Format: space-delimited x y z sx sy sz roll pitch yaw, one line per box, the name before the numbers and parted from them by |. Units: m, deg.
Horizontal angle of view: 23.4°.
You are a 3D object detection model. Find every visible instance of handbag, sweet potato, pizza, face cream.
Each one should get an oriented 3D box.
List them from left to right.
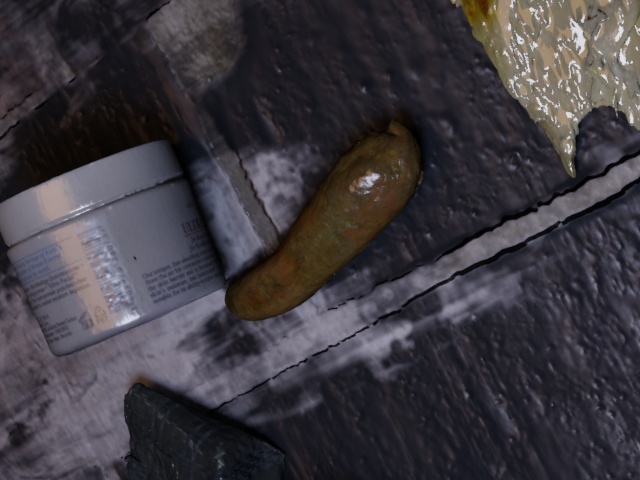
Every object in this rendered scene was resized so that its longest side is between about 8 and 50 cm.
face cream | -0.191 0.008 1.413 0.177 0.177 0.153 -21 93 34
handbag | -0.123 0.280 1.507 0.175 0.089 0.270 11 108 37
sweet potato | 0.000 0.000 1.363 0.075 0.075 0.273 51 126 11
pizza | 0.187 -0.177 1.219 0.181 0.034 0.262 -5 100 32
